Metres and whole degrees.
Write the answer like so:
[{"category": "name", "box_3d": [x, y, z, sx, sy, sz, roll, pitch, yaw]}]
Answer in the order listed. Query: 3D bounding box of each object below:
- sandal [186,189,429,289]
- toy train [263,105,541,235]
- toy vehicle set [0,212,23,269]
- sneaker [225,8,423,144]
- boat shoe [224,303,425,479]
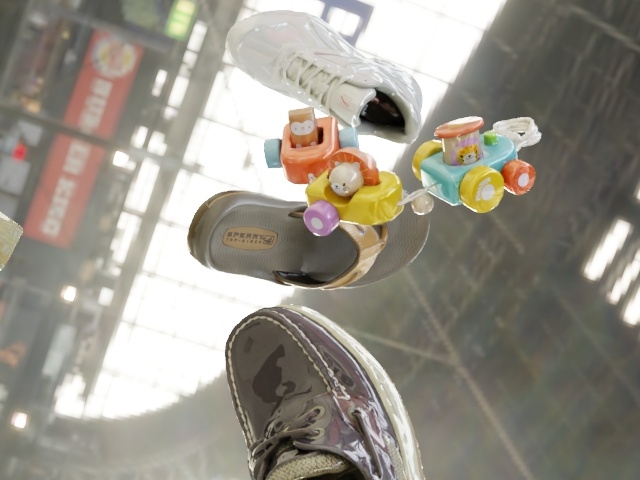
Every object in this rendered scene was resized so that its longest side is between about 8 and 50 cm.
[{"category": "sandal", "box_3d": [0.000, 0.000, 1.185, 0.060, 0.219, 0.090, 33, -67, 51]}, {"category": "toy train", "box_3d": [0.042, -0.056, 0.861, 0.125, 0.166, 0.046, -77, 158, -57]}, {"category": "toy vehicle set", "box_3d": [-0.352, -0.055, 1.020, 0.166, 0.267, 0.035, -10, -131, 46]}, {"category": "sneaker", "box_3d": [0.013, -0.168, 1.558, 0.115, 0.232, 0.090, -106, -141, -65]}, {"category": "boat shoe", "box_3d": [0.005, 0.150, 0.932, 0.103, 0.092, 0.285, -42, -125, 23]}]
